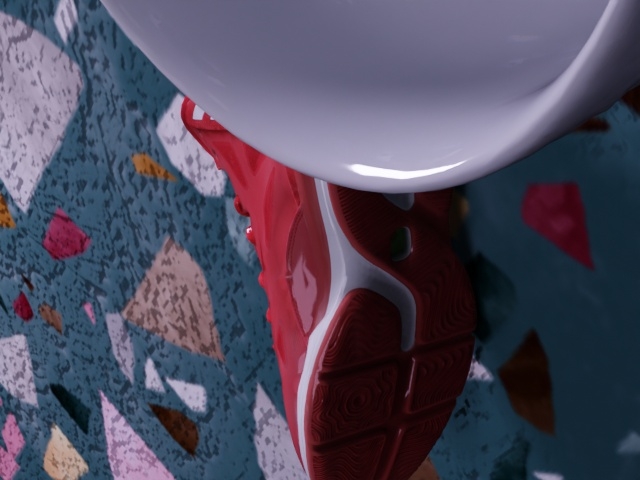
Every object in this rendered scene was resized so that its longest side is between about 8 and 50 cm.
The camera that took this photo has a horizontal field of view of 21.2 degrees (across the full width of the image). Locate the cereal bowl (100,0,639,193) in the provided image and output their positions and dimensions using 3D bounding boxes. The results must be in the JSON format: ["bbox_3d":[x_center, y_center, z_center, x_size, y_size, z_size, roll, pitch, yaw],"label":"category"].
[{"bbox_3d":[0.019,-0.192,0.489,0.339,0.141,0.339,35,140,36],"label":"cereal bowl"}]

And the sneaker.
[{"bbox_3d":[0.000,0.000,0.755,0.128,0.087,0.221,38,131,48],"label":"sneaker"}]
